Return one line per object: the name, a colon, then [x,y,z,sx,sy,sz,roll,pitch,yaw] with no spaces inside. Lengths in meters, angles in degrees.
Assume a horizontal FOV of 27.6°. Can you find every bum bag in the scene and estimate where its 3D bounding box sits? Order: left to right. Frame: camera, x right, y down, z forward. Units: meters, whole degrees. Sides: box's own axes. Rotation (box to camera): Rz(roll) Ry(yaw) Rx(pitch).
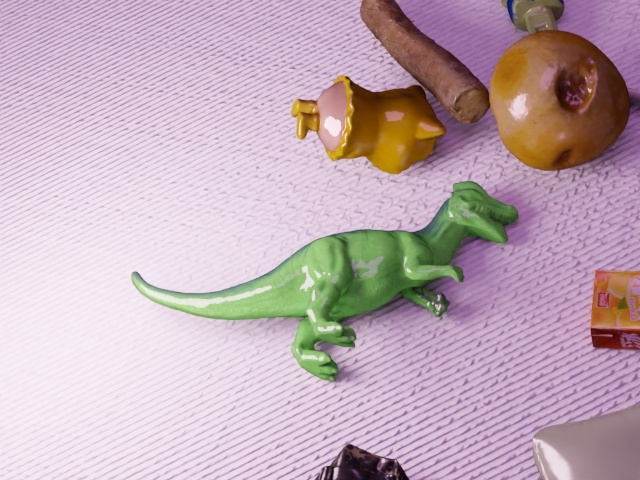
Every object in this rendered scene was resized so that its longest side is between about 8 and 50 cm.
bum bag: [0.006,0.372,1.751,0.248,0.069,0.102,-40,56,-13]

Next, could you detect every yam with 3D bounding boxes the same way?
yam: [0.162,-0.300,2.096,0.081,0.081,0.357,-30,43,-4]

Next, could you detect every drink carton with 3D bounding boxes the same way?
drink carton: [0.486,0.099,1.787,0.222,0.071,0.096,2,61,17]

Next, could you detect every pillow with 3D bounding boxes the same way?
pillow: [0.448,0.310,1.634,0.322,0.120,0.255,-17,55,5]

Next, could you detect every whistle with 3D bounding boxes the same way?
whistle: [0.347,-0.398,2.133,0.105,0.085,0.227,-19,55,15]

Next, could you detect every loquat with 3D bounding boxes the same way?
loquat: [0.348,-0.207,1.944,0.213,0.213,0.213,-7,57,11]

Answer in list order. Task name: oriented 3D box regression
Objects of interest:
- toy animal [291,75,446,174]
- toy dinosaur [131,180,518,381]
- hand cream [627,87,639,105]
toy animal: [0.072,-0.187,2.027,0.229,0.156,0.156,-1,55,-13]
toy dinosaur: [0.000,0.000,1.951,0.500,0.144,0.374,21,61,21]
hand cream: [0.440,-0.236,2.023,0.216,0.038,0.052,18,21,28]
